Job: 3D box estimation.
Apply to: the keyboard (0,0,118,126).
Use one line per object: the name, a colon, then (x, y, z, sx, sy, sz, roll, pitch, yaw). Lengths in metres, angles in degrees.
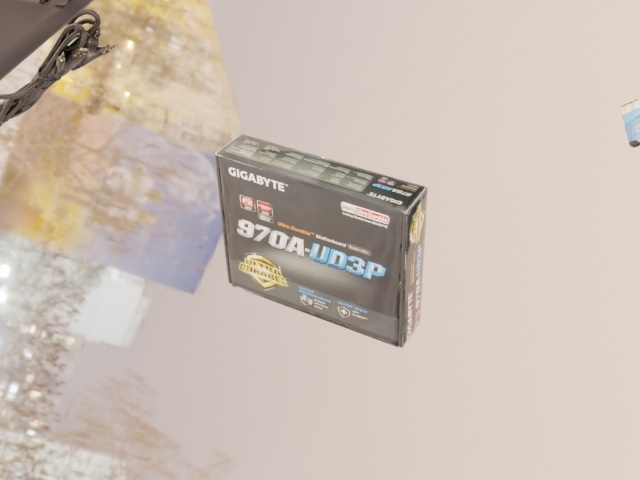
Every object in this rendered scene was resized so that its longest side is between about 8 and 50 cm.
keyboard: (-0.279, -0.115, 0.657, 0.317, 0.201, 0.033, -29, -98, 26)

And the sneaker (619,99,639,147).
sneaker: (0.465, -0.138, 1.162, 0.063, 0.162, 0.073, 153, -59, -73)

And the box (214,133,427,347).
box: (0.000, 0.000, 0.914, 0.051, 0.220, 0.175, -46, 146, -43)
